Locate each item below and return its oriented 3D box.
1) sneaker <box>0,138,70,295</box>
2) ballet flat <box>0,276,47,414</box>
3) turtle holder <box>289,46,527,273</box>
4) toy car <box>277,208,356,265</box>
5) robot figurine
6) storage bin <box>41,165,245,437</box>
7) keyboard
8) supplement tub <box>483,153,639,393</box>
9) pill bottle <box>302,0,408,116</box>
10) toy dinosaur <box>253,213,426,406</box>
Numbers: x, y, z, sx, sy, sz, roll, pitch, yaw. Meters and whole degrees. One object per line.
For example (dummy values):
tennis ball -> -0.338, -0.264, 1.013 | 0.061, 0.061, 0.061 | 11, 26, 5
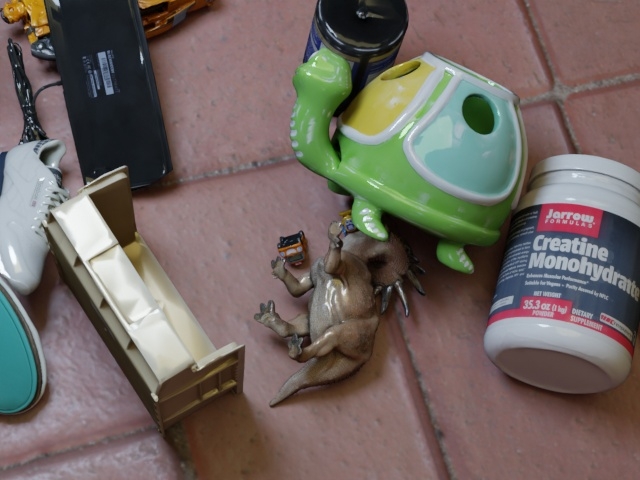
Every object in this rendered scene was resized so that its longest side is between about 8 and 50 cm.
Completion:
sneaker -> -0.365, -0.037, 1.786 | 0.094, 0.090, 0.235 | -16, 52, 7
ballet flat -> -0.477, 0.042, 1.746 | 0.139, 0.139, 0.400 | -47, 110, -21
turtle holder -> 0.115, -0.128, 1.816 | 0.320, 0.243, 0.227 | 28, 103, 5
toy car -> 0.000, 0.000, 1.890 | 0.122, 0.060, 0.041 | -20, 105, -8
robot figurine -> -0.304, -0.348, 1.967 | 0.291, 0.085, 0.211 | -21, 73, -16
storage bin -> -0.213, 0.079, 1.720 | 0.123, 0.260, 0.262 | -31, 76, -14
keyboard -> -0.320, -0.214, 1.876 | 0.201, 0.033, 0.317 | -11, 94, 4
supplement tub -> 0.329, 0.045, 1.843 | 0.191, 0.191, 0.272 | 16, 68, -1
pill bottle -> 0.041, -0.254, 1.905 | 0.122, 0.219, 0.123 | 3, 68, -7
toy dinosaur -> 0.038, 0.089, 1.833 | 0.200, 0.127, 0.296 | 21, 81, -37
